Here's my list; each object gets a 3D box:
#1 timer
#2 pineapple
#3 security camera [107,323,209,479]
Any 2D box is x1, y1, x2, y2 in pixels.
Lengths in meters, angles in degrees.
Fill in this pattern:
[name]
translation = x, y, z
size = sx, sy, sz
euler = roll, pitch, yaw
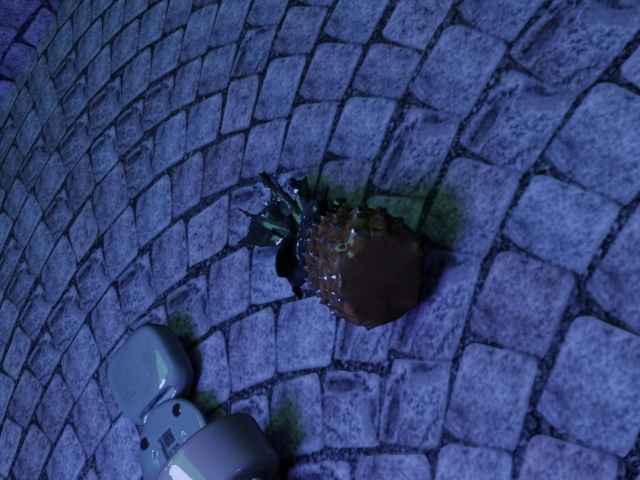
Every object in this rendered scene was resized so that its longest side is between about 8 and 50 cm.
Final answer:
[timer]
translation = -0.072, 0.373, 1.038
size = 0.266, 0.175, 0.175
euler = 40, 104, 29
[pineapple]
translation = 0.000, 0.004, 1.117
size = 0.364, 0.165, 0.166
euler = 27, 94, 58
[security camera]
translation = -0.246, 0.276, 1.301
size = 0.157, 0.080, 0.302
euler = -47, 55, 19
